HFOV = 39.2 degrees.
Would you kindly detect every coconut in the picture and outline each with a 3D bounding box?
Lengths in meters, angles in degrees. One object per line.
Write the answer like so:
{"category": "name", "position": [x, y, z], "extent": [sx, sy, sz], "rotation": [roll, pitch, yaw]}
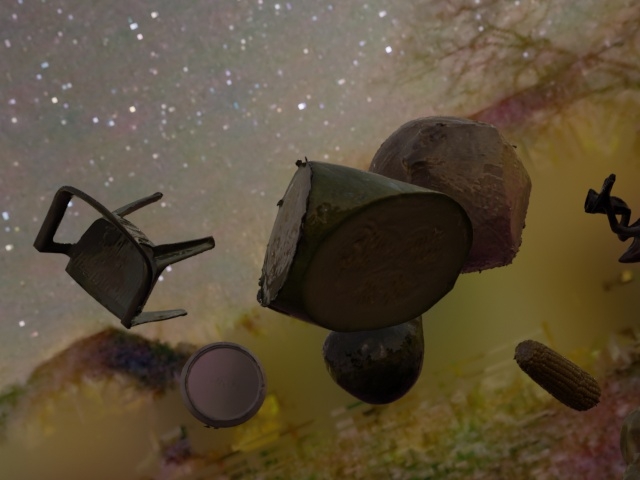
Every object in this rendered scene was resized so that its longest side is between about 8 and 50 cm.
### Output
{"category": "coconut", "position": [0.290, -0.115, 2.110], "extent": [0.404, 0.405, 0.404], "rotation": [-23, -7, -3]}

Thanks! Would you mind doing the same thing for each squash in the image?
{"category": "squash", "position": [0.074, 0.023, 1.023], "extent": [0.260, 0.189, 0.189], "rotation": [18, -21, -15]}

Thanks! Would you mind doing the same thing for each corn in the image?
{"category": "corn", "position": [0.526, 0.299, 1.988], "extent": [0.091, 0.260, 0.091], "rotation": [2, 63, 58]}

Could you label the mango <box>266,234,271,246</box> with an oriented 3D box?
{"category": "mango", "position": [0.000, 0.000, 1.283], "extent": [0.161, 0.076, 0.103], "rotation": [-9, -35, 37]}

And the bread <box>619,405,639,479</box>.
{"category": "bread", "position": [0.604, 0.340, 1.297], "extent": [0.341, 0.301, 0.210], "rotation": [-3, -43, -15]}

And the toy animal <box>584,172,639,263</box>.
{"category": "toy animal", "position": [0.671, -0.046, 1.709], "extent": [0.324, 0.195, 0.090], "rotation": [-4, 31, 19]}

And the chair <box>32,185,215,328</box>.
{"category": "chair", "position": [-0.299, 0.015, 1.373], "extent": [0.191, 0.203, 0.274], "rotation": [-56, -12, 17]}

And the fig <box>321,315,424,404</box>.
{"category": "fig", "position": [0.119, 0.200, 1.747], "extent": [0.245, 0.195, 0.195], "rotation": [-54, 3, -18]}

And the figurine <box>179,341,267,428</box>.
{"category": "figurine", "position": [-0.152, 0.236, 1.373], "extent": [0.132, 0.132, 0.154], "rotation": [-22, -17, -17]}
